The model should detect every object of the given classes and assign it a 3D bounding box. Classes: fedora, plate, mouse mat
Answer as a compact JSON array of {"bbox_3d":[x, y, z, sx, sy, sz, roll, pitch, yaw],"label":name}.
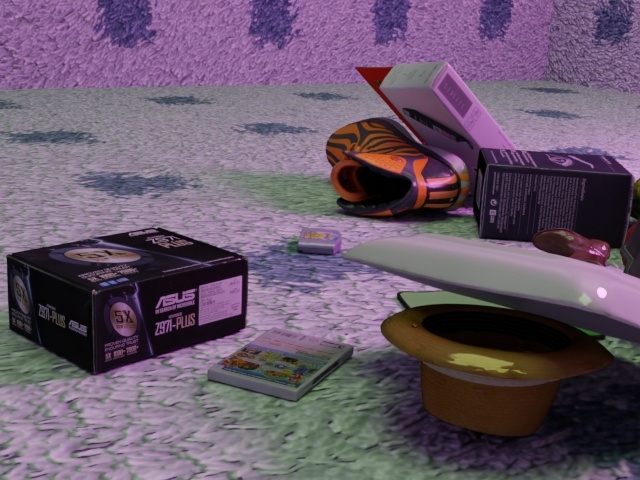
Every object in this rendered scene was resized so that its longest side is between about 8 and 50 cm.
[{"bbox_3d":[0.136,0.106,0.761,0.194,0.079,0.194,7,10,-1],"label":"fedora"},{"bbox_3d":[0.206,0.046,0.830,0.277,0.045,0.278,18,-4,-38],"label":"plate"},{"bbox_3d":[0.189,0.079,1.024,0.189,0.007,0.152,-1,16,-11],"label":"mouse mat"}]

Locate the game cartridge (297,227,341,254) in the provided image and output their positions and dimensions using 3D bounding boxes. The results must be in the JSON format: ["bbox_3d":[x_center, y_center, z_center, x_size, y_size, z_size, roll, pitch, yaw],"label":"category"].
[{"bbox_3d":[0.000,0.000,1.256,0.056,0.017,0.083,7,16,1],"label":"game cartridge"}]

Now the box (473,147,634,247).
[{"bbox_3d":[0.333,-0.066,1.389,0.207,0.108,0.153,5,15,5],"label":"box"}]

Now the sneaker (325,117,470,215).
[{"bbox_3d":[0.070,-0.123,1.512,0.180,0.125,0.321,-7,18,-35],"label":"sneaker"}]

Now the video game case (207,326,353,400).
[{"bbox_3d":[-0.033,0.109,0.857,0.087,0.011,0.122,11,17,23],"label":"video game case"}]

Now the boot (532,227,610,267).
[{"bbox_3d":[0.316,0.020,1.219,0.106,0.037,0.114,7,20,20],"label":"boot"}]

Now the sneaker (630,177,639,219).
[{"bbox_3d":[0.500,-0.040,1.365,0.109,0.123,0.295,-25,-7,12],"label":"sneaker"}]

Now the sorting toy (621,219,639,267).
[{"bbox_3d":[0.545,0.041,1.100,0.365,0.127,0.126,1,39,-1],"label":"sorting toy"}]

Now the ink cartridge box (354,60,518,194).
[{"bbox_3d":[0.191,-0.178,1.558,0.275,0.060,0.239,43,-18,-31],"label":"ink cartridge box"}]

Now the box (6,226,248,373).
[{"bbox_3d":[-0.183,0.050,0.916,0.147,0.078,0.180,16,20,42],"label":"box"}]

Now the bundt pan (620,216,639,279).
[{"bbox_3d":[0.474,0.005,0.934,0.330,0.124,0.331,2,35,-1],"label":"bundt pan"}]
